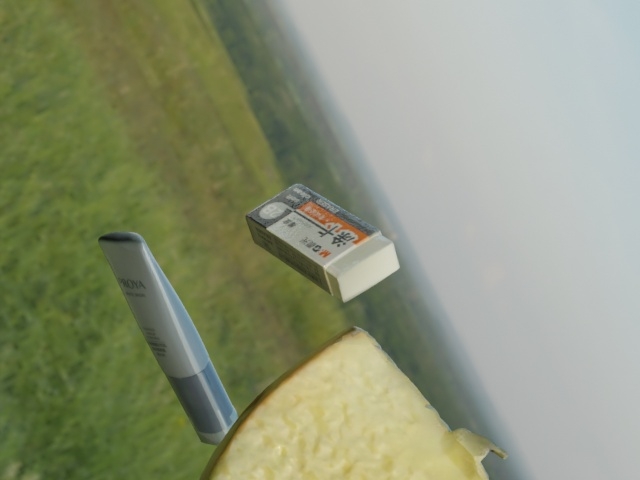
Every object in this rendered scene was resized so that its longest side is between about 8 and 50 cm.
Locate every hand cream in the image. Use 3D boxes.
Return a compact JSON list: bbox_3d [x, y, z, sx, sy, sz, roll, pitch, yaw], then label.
[{"bbox_3d":[-0.152,0.099,1.622,0.079,0.048,0.255,0,-56,45],"label":"hand cream"}]

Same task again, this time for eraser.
[{"bbox_3d":[0.000,0.000,1.113,0.122,0.052,0.029,33,-31,50],"label":"eraser"}]

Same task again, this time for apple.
[{"bbox_3d":[0.039,0.238,1.042,0.309,0.252,0.314,83,17,-63],"label":"apple"}]
